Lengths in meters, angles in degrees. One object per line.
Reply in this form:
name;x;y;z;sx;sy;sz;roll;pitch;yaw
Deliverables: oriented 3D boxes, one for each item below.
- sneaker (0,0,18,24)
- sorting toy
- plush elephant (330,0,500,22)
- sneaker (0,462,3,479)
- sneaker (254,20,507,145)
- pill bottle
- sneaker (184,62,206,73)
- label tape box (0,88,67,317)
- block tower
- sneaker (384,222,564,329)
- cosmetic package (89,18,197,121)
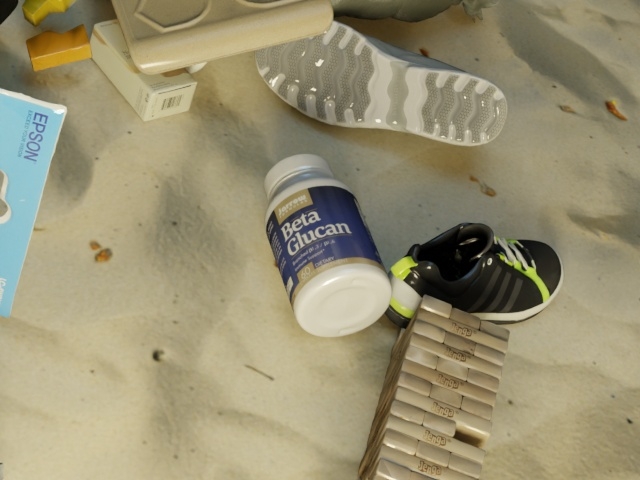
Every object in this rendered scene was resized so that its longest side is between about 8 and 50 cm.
sneaker;-0.347;-0.168;1.550;0.121;0.079;0.217;40;52;13
sorting toy;-0.162;-0.262;1.666;0.307;0.041;0.229;-15;53;-9
plush elephant;0.082;-0.397;1.839;0.255;0.272;0.330;58;18;19
sneaker;-0.316;0.182;1.176;0.153;0.094;0.235;10;32;-3
sneaker;0.062;-0.165;1.735;0.281;0.105;0.115;21;7;3
pill bottle;0.000;0.000;1.510;0.094;0.094;0.169;0;46;-24
sneaker;-0.102;-0.259;1.752;0.086;0.085;0.237;54;41;-33
label tape box;-0.384;-0.108;1.331;0.347;0.249;0.115;21;42;-3
block tower;0.086;0.189;1.354;0.091;0.097;0.335;22;40;-3
sneaker;0.161;0.028;1.549;0.234;0.097;0.084;-13;53;-37
cosmetic package;-0.185;-0.179;1.653;0.060;0.041;0.115;-20;57;-37
